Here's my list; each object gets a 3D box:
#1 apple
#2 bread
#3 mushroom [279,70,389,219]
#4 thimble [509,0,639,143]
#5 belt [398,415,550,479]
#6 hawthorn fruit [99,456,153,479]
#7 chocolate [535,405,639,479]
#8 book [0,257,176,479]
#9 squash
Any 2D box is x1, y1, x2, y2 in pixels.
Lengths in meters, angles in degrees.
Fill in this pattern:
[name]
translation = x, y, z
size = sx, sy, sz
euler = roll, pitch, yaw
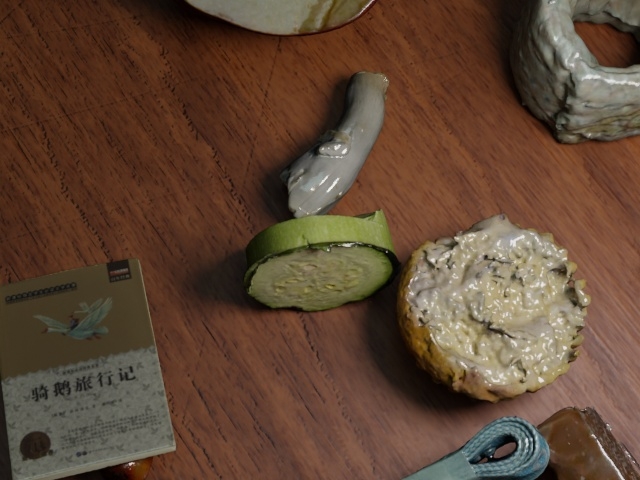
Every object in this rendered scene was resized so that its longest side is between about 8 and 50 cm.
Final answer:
[apple]
translation = -0.066, -0.470, 1.845
size = 0.365, 0.295, 0.329
euler = -6, 42, -3
[bread]
translation = 0.234, 0.106, 1.706
size = 0.274, 0.149, 0.274
euler = 1, 63, -2
[mushroom]
translation = 0.029, -0.141, 1.824
size = 0.099, 0.096, 0.278
euler = 47, 65, -33
[thimble]
translation = 0.433, -0.296, 1.846
size = 0.291, 0.195, 0.291
euler = 1, 67, -3
[belt]
translation = 0.158, 0.328, 1.601
size = 0.302, 0.072, 0.087
euler = -33, 65, 11
[hawthorn fruit]
translation = -0.260, 0.297, 1.650
size = 0.077, 0.077, 0.077
euler = 1, 69, -3
[chocolate]
translation = 0.375, 0.325, 1.630
size = 0.093, 0.148, 0.214
euler = -36, 69, 17
[book]
translation = -0.330, 0.172, 1.680
size = 0.217, 0.021, 0.310
euler = -12, 56, -7
[squash]
translation = -0.003, 0.006, 1.694
size = 0.220, 0.220, 0.133
euler = -6, 71, -5
